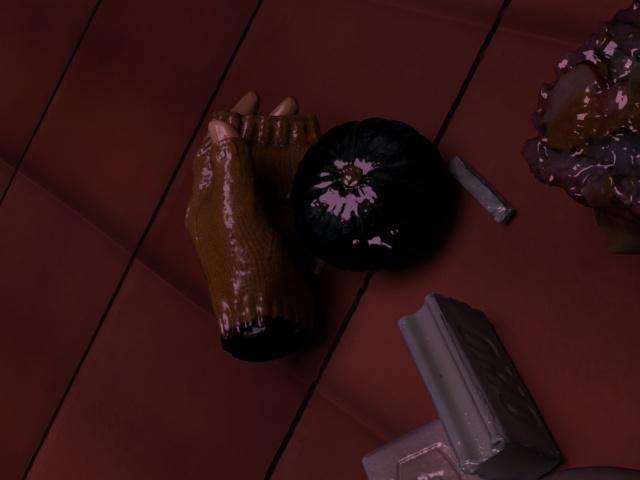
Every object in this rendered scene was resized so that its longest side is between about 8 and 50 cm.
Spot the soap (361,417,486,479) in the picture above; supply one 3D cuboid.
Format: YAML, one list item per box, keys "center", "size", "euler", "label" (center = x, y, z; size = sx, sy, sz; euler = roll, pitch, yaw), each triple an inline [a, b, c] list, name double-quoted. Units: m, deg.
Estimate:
- center: [0.128, 0.280, 1.176]
  size: [0.121, 0.064, 0.183]
  euler: [-26, 47, 5]
  label: "soap"

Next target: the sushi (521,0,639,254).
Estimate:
- center: [0.336, -0.092, 1.096]
  size: [0.270, 0.171, 0.236]
  euler: [21, 87, 51]
  label: "sushi"

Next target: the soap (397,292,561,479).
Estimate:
- center: [0.164, 0.155, 1.193]
  size: [0.063, 0.115, 0.198]
  euler: [-44, 46, 23]
  label: "soap"

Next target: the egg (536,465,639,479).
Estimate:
- center: [0.262, 0.329, 0.899]
  size: [0.258, 0.258, 0.352]
  euler: [-55, 47, 11]
  label: "egg"

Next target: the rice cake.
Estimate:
- center: [0.187, -0.060, 1.345]
  size: [0.022, 0.022, 0.121]
  euler: [-60, 41, 21]
  label: "rice cake"

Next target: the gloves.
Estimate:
- center: [-0.087, -0.025, 1.460]
  size: [0.155, 0.203, 0.356]
  euler: [-8, 72, 34]
  label: "gloves"

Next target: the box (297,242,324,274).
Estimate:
- center: [0.000, 0.000, 1.517]
  size: [0.046, 0.012, 0.083]
  euler: [31, 96, 50]
  label: "box"

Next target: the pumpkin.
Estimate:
- center: [0.059, -0.055, 1.376]
  size: [0.194, 0.150, 0.194]
  euler: [-22, 53, 34]
  label: "pumpkin"
